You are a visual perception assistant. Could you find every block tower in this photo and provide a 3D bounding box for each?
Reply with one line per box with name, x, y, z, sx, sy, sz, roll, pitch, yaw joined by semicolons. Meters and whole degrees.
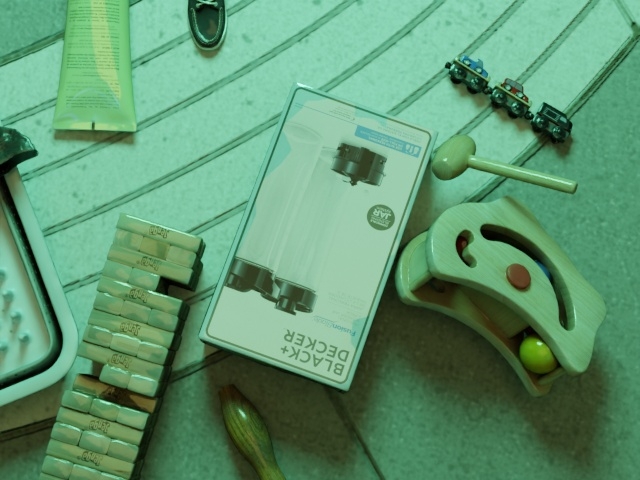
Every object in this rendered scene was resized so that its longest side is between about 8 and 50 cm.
block tower;-0.208;0.149;1.170;0.097;0.091;0.335;17;82;2

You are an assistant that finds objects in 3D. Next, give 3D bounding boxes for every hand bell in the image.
hand bell;-0.042;0.255;1.167;0.126;0.126;0.242;-27;72;-5

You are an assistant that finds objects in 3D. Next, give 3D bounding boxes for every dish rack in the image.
dish rack;-0.425;0.035;1.190;0.286;0.072;0.332;-22;83;-5

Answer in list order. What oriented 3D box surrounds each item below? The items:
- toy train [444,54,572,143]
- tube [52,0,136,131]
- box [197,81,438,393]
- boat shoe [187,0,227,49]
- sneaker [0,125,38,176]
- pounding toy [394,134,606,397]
toy train;0.210;-0.161;1.257;0.158;0.027;0.036;31;79;3
tube;-0.246;-0.239;1.245;0.070;0.062;0.240;-2;86;42
box;0.000;0.000;1.198;0.169;0.087;0.289;21;82;2
boat shoe;-0.125;-0.276;1.258;0.046;0.038;0.125;3;82;-1
sneaker;-0.378;-0.069;1.145;0.170;0.051;0.089;-40;81;-10
pounding toy;0.185;0.021;1.143;0.154;0.155;0.269;-35;84;-37
